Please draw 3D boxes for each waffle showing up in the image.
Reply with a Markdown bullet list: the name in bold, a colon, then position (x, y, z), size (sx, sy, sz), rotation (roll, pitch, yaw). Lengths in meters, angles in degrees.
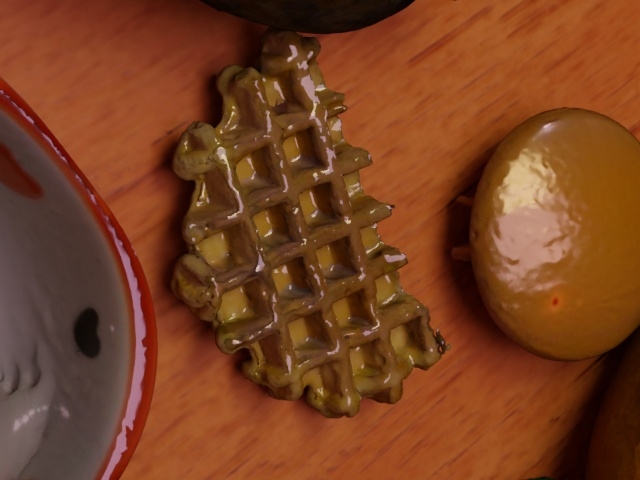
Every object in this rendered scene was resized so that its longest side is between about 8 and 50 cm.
- **waffle**: position (0.000, 0.000, 0.840), size (0.192, 0.046, 0.161), rotation (36, 73, -31)

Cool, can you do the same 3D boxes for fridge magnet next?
- **fridge magnet**: position (0.138, -0.003, 0.925), size (0.143, 0.063, 0.143), rotation (-1, 92, -34)

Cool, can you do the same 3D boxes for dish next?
- **dish**: position (-0.203, 0.043, 0.659), size (0.256, 0.117, 0.256), rotation (-3, 95, -35)

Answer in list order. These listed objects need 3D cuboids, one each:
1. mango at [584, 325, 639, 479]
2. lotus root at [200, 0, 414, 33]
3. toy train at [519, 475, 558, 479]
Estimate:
- **mango**: position (0.230, 0.108, 0.953), size (0.166, 0.136, 0.236), rotation (44, 54, -63)
- **lotus root**: position (-0.025, -0.186, 0.742), size (0.309, 0.173, 0.173), rotation (31, 75, -43)
- **toy train**: position (0.126, 0.244, 0.943), size (0.044, 0.042, 0.209), rotation (-3, 94, -34)
